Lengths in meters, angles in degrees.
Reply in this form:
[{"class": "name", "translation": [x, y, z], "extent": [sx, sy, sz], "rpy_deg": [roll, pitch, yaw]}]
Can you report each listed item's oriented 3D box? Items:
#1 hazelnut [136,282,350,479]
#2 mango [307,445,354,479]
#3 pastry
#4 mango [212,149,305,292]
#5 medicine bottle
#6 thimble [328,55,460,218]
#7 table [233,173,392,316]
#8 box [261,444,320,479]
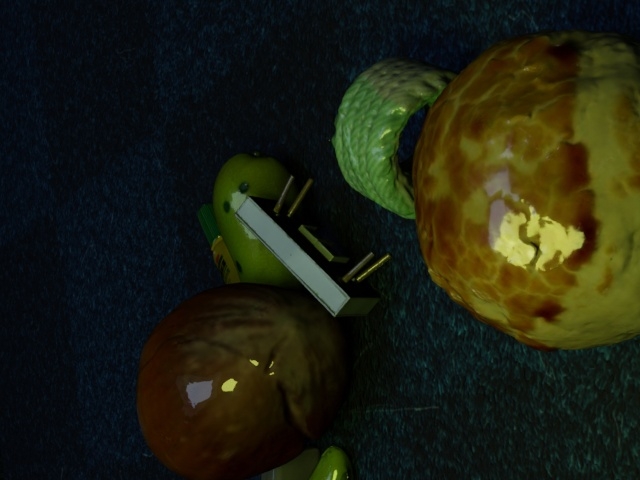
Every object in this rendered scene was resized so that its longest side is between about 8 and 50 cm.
[{"class": "hazelnut", "translation": [-0.127, 0.219, 2.048], "extent": [0.315, 0.372, 0.372], "rpy_deg": [49, 139, 5]}, {"class": "mango", "translation": [0.007, 0.419, 2.120], "extent": [0.091, 0.074, 0.165], "rpy_deg": [32, 119, 54]}, {"class": "pastry", "translation": [0.269, -0.058, 1.459], "extent": [0.388, 0.312, 0.389], "rpy_deg": [4, 94, 53]}, {"class": "mango", "translation": [-0.099, -0.009, 2.205], "extent": [0.175, 0.143, 0.293], "rpy_deg": [-2, 99, 58]}, {"class": "medicine bottle", "translation": [-0.168, 0.027, 2.378], "extent": [0.095, 0.064, 0.261], "rpy_deg": [87, 161, -46]}, {"class": "thimble", "translation": [0.130, -0.147, 1.765], "extent": [0.150, 0.219, 0.219], "rpy_deg": [31, 118, 52]}, {"class": "table", "translation": [0.000, 0.000, 2.010], "extent": [0.240, 0.121, 0.111], "rpy_deg": [44, 105, 20]}, {"class": "box", "translation": [-0.052, 0.475, 2.189], "extent": [0.055, 0.103, 0.244], "rpy_deg": [7, 98, 53]}]
